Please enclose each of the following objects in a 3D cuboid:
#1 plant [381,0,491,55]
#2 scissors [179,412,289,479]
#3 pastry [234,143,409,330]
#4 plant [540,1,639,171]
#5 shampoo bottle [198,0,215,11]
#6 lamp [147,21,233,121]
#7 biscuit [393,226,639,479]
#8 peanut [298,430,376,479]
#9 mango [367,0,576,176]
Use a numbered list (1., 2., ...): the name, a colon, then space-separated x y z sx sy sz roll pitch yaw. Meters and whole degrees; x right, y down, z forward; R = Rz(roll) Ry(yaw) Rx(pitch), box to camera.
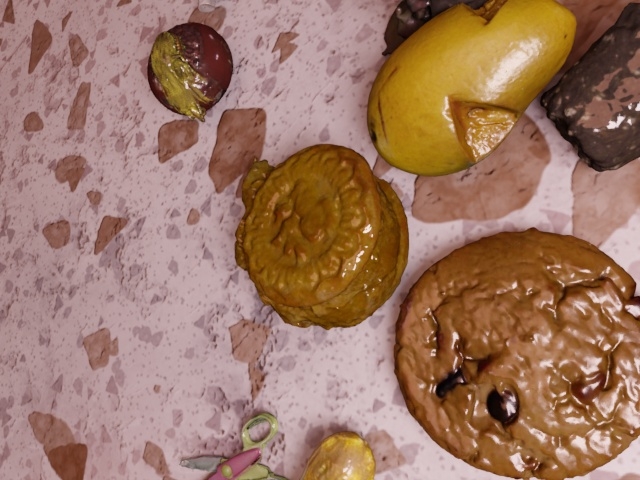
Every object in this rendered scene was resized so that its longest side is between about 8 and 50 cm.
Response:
1. plant: 0.167 -0.356 0.667 0.234 0.204 0.178 -1 76 22
2. scissors: -0.127 0.333 0.772 0.187 0.020 0.133 -21 74 22
3. pastry: 0.000 0.000 0.723 0.235 0.132 0.240 -3 71 37
4. plant: 0.346 -0.167 0.559 0.194 0.132 0.129 -36 68 23
5. shampoo bottle: -0.208 -0.552 0.967 0.092 0.092 0.303 -9 76 27
6. lamp: -0.227 -0.294 0.895 0.157 0.135 0.156 28 93 32
7. biscuit: 0.218 0.124 0.596 0.296 0.075 0.296 -6 77 27
8. peanut: -0.004 0.332 0.668 0.087 0.087 0.207 34 94 30
9. mango: 0.169 -0.185 0.636 0.262 0.130 0.167 -45 74 34
